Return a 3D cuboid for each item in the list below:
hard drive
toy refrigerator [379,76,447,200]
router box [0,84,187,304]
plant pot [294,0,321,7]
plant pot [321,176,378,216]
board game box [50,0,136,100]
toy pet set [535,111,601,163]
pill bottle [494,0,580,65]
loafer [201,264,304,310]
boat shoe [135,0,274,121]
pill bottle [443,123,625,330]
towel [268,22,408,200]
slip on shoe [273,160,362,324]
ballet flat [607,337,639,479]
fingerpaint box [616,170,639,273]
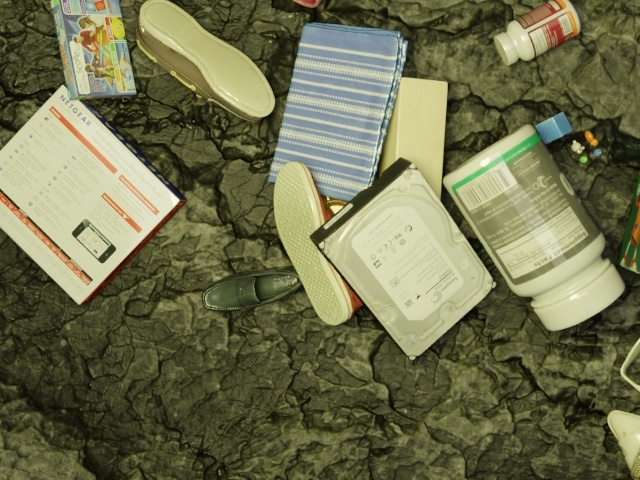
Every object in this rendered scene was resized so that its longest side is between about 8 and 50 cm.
[{"bbox_3d":[0.166,0.042,1.621,0.237,0.064,0.339,-40,119,-5],"label":"hard drive"},{"bbox_3d":[0.179,-0.179,1.675,0.102,0.094,0.269,1,94,-18],"label":"toy refrigerator"},{"bbox_3d":[-0.496,-0.091,1.730,0.301,0.082,0.335,-45,90,4],"label":"router box"},{"bbox_3d":[-0.028,-0.584,1.626,0.201,0.201,0.180,37,85,1],"label":"plant pot"},{"bbox_3d":[0.032,-0.045,1.729,0.236,0.032,0.236,0,92,3],"label":"plant pot"},{"bbox_3d":[-0.452,-0.385,1.693,0.035,0.136,0.201,-8,93,48],"label":"board game box"},{"bbox_3d":[0.486,-0.195,1.678,0.122,0.065,0.114,-27,91,4],"label":"toy pet set"},{"bbox_3d":[0.422,-0.408,1.659,0.152,0.086,0.086,-27,91,4],"label":"pill bottle"},{"bbox_3d":[-0.137,0.097,1.722,0.223,0.078,0.076,-14,92,4],"label":"loafer"},{"bbox_3d":[-0.234,-0.345,1.695,0.324,0.097,0.116,38,54,-3],"label":"boat shoe"},{"bbox_3d":[0.411,-0.022,1.622,0.204,0.204,0.361,-33,91,4],"label":"pill bottle"},{"bbox_3d":[0.027,-0.255,1.662,0.243,0.040,0.336,16,95,31],"label":"towel"},{"bbox_3d":[0.000,0.000,1.667,0.123,0.101,0.331,-16,98,46],"label":"slip on shoe"},{"bbox_3d":[0.676,0.310,1.668,0.182,0.164,0.482,19,88,24],"label":"ballet flat"},{"bbox_3d":[0.826,-0.078,1.553,0.445,0.163,0.371,13,96,2],"label":"fingerpaint box"}]
